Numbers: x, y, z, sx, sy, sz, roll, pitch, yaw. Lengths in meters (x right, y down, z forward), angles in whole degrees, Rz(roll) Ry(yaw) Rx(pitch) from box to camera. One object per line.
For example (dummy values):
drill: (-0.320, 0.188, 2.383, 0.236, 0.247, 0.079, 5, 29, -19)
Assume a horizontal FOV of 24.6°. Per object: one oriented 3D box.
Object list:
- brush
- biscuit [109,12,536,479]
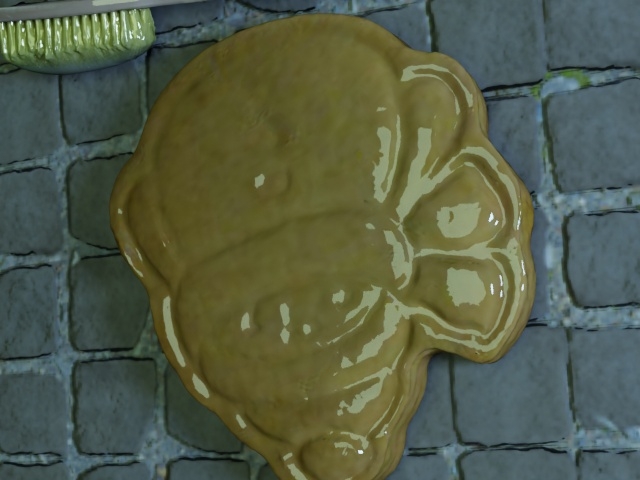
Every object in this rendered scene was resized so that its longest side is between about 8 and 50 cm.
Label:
brush: (-0.124, -0.172, 1.147, 0.313, 0.072, 0.067, -3, 107, 23)
biscuit: (0.000, 0.000, 1.068, 0.312, 0.057, 0.351, -30, 73, 23)
